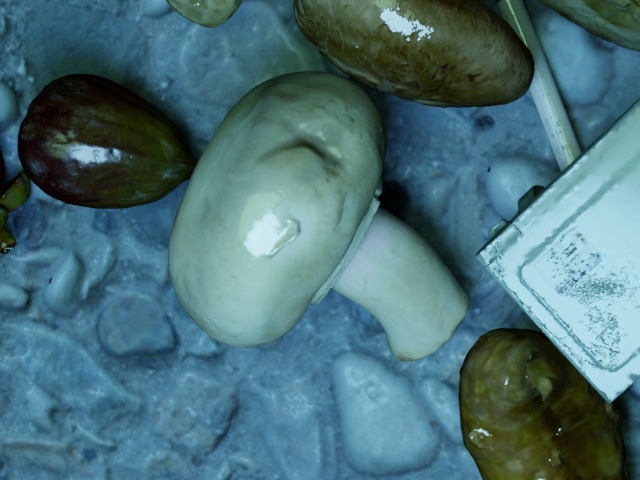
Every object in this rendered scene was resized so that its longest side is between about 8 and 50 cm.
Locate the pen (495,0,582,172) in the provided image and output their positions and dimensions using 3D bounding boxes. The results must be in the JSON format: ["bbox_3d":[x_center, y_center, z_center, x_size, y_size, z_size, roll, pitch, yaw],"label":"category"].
[{"bbox_3d":[0.235,-0.200,1.656,0.033,0.033,0.269,-22,86,19],"label":"pen"}]

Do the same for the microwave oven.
[{"bbox_3d":[0.349,-0.014,1.552,0.295,0.181,0.237,-45,81,17],"label":"microwave oven"}]

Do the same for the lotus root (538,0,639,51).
[{"bbox_3d":[0.335,-0.293,1.503,0.210,0.314,0.142,-4,69,51],"label":"lotus root"}]

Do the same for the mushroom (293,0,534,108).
[{"bbox_3d":[0.094,-0.222,1.595,0.278,0.278,0.146,20,88,17],"label":"mushroom"}]

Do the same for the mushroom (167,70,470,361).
[{"bbox_3d":[-0.030,-0.017,1.646,0.315,0.356,0.315,-13,53,17],"label":"mushroom"}]

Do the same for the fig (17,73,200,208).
[{"bbox_3d":[-0.215,-0.104,1.774,0.274,0.170,0.146,12,117,-1],"label":"fig"}]

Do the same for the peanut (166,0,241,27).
[{"bbox_3d":[-0.137,-0.380,1.696,0.136,0.120,0.298,38,139,40],"label":"peanut"}]

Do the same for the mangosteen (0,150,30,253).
[{"bbox_3d":[-0.455,-0.057,1.850,0.199,0.200,0.200,1,94,19],"label":"mangosteen"}]

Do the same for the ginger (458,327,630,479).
[{"bbox_3d":[0.253,0.232,1.620,0.165,0.172,0.321,-31,101,-5],"label":"ginger"}]
